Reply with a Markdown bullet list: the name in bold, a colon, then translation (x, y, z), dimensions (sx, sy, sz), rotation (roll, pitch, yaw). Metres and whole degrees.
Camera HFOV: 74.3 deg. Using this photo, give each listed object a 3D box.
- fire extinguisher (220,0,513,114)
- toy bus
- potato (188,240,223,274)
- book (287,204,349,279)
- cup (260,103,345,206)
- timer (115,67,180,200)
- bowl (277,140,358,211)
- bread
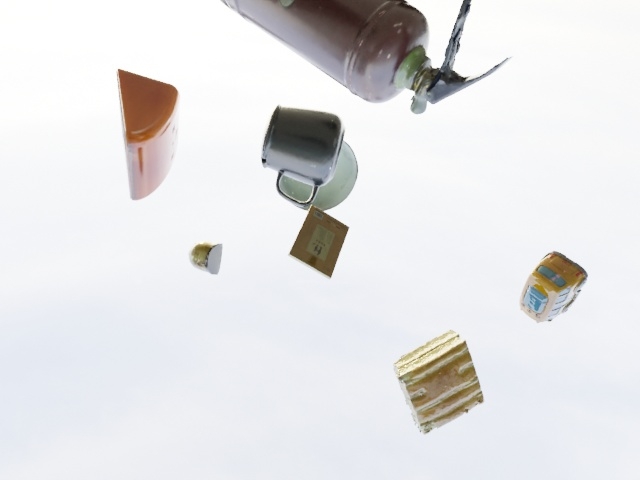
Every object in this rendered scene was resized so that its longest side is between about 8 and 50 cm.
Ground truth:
- **fire extinguisher**: translation (0.030, -0.236, 0.438), dimensions (0.344, 0.138, 0.102), rotation (40, -127, 19)
- **toy bus**: translation (0.664, 0.147, 1.234), dimensions (0.136, 0.209, 0.126), rotation (-29, -130, -19)
- **potato**: translation (-0.337, 0.044, 1.190), dimensions (0.103, 0.066, 0.096), rotation (4, -99, 23)
- **book**: translation (0.000, 0.000, 1.036), dimensions (0.118, 0.012, 0.172), rotation (30, -129, -9)
- **cup**: translation (-0.047, -0.192, 0.953), dimensions (0.177, 0.169, 0.222), rotation (15, -93, -6)
- **timer**: translation (-0.471, -0.267, 1.122), dimensions (0.162, 0.257, 0.249), rotation (7, -123, -17)
- **bowl**: translation (-0.021, -0.280, 1.649), dimensions (0.314, 0.313, 0.146), rotation (-2, -155, -12)
- **bread**: translation (0.363, 0.443, 1.311), dimensions (0.246, 0.111, 0.239), rotation (-24, -77, -10)
